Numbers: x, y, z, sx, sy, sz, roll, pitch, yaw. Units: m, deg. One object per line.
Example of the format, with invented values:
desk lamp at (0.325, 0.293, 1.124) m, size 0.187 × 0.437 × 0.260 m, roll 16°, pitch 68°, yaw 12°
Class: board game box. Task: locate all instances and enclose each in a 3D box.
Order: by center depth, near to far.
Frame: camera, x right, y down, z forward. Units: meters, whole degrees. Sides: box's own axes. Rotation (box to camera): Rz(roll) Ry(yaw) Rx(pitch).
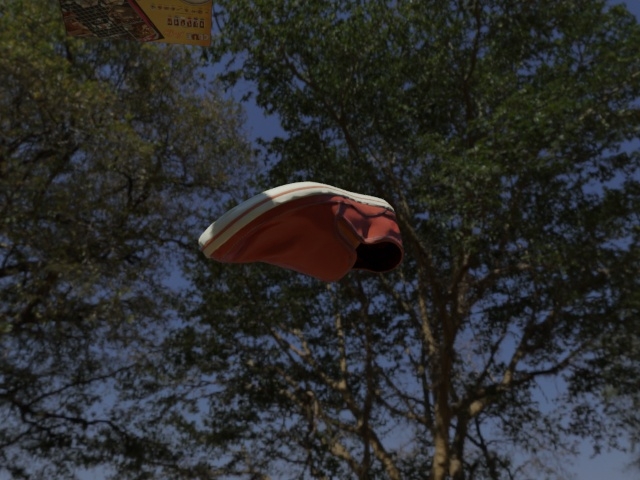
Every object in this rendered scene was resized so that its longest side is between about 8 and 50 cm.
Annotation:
board game box at (-0.304, -0.412, 0.845) m, size 0.243 × 0.042 × 0.165 m, roll -1°, pitch -31°, yaw -15°

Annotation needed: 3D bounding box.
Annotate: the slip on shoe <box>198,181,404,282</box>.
slip on shoe at (0.000, 0.000, 0.643) m, size 0.331 × 0.101 × 0.123 m, roll 1°, pitch -32°, yaw -49°
